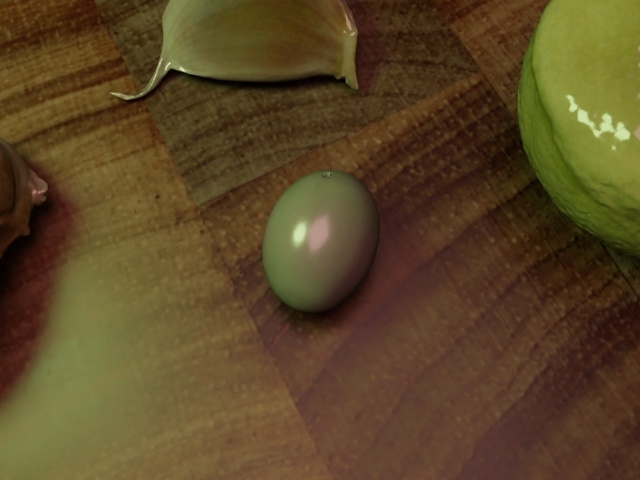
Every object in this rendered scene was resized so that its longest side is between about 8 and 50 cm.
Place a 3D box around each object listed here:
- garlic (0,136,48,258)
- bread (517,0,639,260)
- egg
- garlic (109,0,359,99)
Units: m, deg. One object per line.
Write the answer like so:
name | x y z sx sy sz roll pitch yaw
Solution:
garlic | -0.392 0.001 0.659 0.203 0.185 0.281 4 70 20
bread | 0.338 -0.130 0.667 0.320 0.237 0.321 -7 59 11
egg | 0.000 0.000 0.688 0.103 0.103 0.135 18 74 8
garlic | -0.096 -0.236 0.794 0.266 0.128 0.149 -7 57 10
